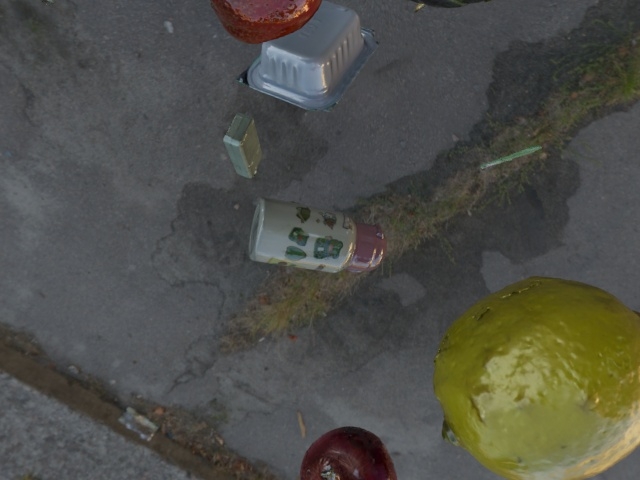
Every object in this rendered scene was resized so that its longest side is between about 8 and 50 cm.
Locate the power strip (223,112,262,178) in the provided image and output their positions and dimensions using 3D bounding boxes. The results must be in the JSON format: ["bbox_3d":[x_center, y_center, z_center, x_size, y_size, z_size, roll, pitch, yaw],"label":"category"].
[{"bbox_3d":[-0.210,-0.250,1.252,0.053,0.288,0.093,21,77,3],"label":"power strip"}]

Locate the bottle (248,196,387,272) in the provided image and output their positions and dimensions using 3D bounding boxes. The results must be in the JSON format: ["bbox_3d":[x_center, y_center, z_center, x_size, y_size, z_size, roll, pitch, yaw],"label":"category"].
[{"bbox_3d":[0.000,0.000,0.826,0.253,0.120,0.120,11,122,-15],"label":"bottle"}]

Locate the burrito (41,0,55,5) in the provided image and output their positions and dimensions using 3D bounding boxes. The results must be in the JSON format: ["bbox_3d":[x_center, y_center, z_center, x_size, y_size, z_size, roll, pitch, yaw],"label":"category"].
[{"bbox_3d":[-0.319,-0.271,0.353,0.229,0.063,0.058,34,137,0],"label":"burrito"}]

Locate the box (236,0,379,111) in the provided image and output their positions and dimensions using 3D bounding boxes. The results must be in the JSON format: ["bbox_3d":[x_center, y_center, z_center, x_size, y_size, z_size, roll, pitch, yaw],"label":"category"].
[{"bbox_3d":[-0.022,-0.494,1.110,0.264,0.337,0.106,24,152,14],"label":"box"}]

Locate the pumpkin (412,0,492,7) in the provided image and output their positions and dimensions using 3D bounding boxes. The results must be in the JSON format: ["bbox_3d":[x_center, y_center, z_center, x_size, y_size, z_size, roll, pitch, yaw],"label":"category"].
[{"bbox_3d":[0.208,-0.521,0.649,0.323,0.241,0.323,27,129,39],"label":"pumpkin"}]

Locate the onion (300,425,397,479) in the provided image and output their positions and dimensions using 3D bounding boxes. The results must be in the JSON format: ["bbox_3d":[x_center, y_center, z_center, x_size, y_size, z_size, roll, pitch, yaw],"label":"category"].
[{"bbox_3d":[0.036,0.342,0.638,0.150,0.150,0.140,-4,147,10],"label":"onion"}]

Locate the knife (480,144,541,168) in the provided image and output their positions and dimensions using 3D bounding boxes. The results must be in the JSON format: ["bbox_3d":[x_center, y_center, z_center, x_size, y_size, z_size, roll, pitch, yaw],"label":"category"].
[{"bbox_3d":[0.500,-0.219,1.173,0.030,0.207,0.014,-3,86,-24],"label":"knife"}]

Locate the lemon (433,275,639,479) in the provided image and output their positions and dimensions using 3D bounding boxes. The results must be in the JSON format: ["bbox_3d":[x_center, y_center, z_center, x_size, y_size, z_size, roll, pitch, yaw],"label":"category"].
[{"bbox_3d":[0.295,0.180,0.593,0.260,0.260,0.284,33,104,-12],"label":"lemon"}]

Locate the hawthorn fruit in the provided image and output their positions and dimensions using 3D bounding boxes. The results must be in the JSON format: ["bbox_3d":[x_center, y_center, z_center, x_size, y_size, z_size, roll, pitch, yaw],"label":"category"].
[{"bbox_3d":[-0.074,-0.458,0.768,0.253,0.205,0.205,-7,120,3],"label":"hawthorn fruit"}]

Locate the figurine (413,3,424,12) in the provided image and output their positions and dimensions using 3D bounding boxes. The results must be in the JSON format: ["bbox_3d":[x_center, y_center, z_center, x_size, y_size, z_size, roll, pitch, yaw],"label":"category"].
[{"bbox_3d":[0.285,-0.827,1.289,0.208,0.181,0.257,-33,107,5],"label":"figurine"}]
